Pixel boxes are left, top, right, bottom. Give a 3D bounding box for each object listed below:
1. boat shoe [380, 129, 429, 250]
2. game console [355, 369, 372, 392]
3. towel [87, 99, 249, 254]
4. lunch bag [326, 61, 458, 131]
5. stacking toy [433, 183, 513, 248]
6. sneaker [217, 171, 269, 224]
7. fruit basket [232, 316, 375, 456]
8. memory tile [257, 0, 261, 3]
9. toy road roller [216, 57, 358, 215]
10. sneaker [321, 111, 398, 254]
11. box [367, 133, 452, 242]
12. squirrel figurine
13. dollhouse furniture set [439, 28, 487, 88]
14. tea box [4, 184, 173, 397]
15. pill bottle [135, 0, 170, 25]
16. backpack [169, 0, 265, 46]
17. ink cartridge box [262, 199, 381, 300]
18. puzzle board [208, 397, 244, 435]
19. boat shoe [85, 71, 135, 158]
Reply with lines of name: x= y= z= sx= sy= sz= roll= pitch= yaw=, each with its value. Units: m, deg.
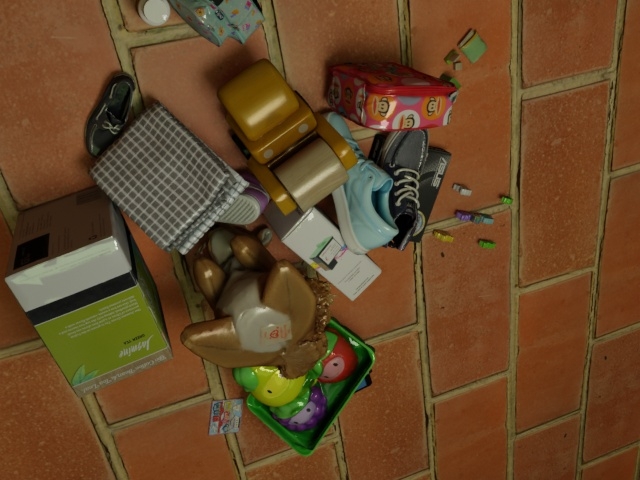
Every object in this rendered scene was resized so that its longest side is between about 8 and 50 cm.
boat shoe: x=0.214 y=-0.134 z=1.533 sx=0.127 sy=0.158 sz=0.340 roll=8 pitch=111 yaw=-24
game console: x=0.098 y=0.454 z=1.885 sx=0.144 sy=0.124 sz=0.085 roll=-25 pitch=94 yaw=-9
towel: x=-0.338 y=-0.136 z=1.329 sx=0.284 sy=0.121 sz=0.235 roll=43 pitch=88 yaw=13
lunch bag: x=0.174 y=-0.338 z=1.413 sx=0.259 sy=0.293 sz=0.120 roll=-6 pitch=117 yaw=-23
stacking toy: x=0.455 y=-0.069 z=1.794 sx=0.221 sy=0.052 sz=0.166 roll=8 pitch=113 yaw=-26
sneaker: x=-0.259 y=-0.117 z=1.469 sx=0.282 sy=0.161 sz=0.102 roll=13 pitch=122 yaw=8
fruit basket: x=-0.057 y=0.373 z=1.642 sx=0.392 sy=0.283 sz=0.392 roll=-46 pitch=159 yaw=-23
memory tile: x=-0.170 y=-0.597 z=1.321 sx=0.148 sy=0.012 sz=0.113 roll=28 pitch=101 yaw=-29
toy road roller: x=-0.094 y=-0.242 z=1.340 sx=0.203 sy=0.329 sz=0.240 roll=-37 pitch=143 yaw=-1
sneaker: x=0.104 y=-0.157 z=1.472 sx=0.150 sy=0.135 sz=0.365 roll=-21 pitch=83 yaw=30
box: x=0.214 y=-0.138 z=1.658 sx=0.217 sy=0.060 sz=0.269 roll=9 pitch=110 yaw=-23
squirrel figurine: x=-0.144 y=0.132 z=1.474 sx=0.281 sy=0.370 sz=0.397 roll=-43 pitch=126 yaw=6
dollhouse furniture set: x=0.376 y=-0.466 z=1.566 sx=0.076 sy=0.058 sz=0.151 roll=37 pitch=98 yaw=-31
tea box: x=-0.501 y=0.098 z=1.340 sx=0.220 sy=0.329 sz=0.323 roll=-22 pitch=121 yaw=-11
pill bottle: x=-0.344 y=-0.477 z=1.249 sx=0.065 sy=0.116 sz=0.065 roll=-9 pitch=117 yaw=-18
backpack: x=-0.213 y=-0.490 z=1.256 sx=0.144 sy=0.166 sz=0.188 roll=-54 pitch=154 yaw=8
ink cartridge box: x=0.000 y=0.000 z=1.559 sx=0.117 sy=0.201 sz=0.278 roll=-46 pitch=121 yaw=4
puzzle board: x=-0.282 y=0.529 z=1.815 sx=0.097 sy=0.011 sz=0.128 roll=1 pitch=114 yaw=-21
boat shoe: x=-0.464 y=-0.269 z=1.333 sx=0.075 sy=0.065 sz=0.206 roll=20 pitch=106 yaw=-28
